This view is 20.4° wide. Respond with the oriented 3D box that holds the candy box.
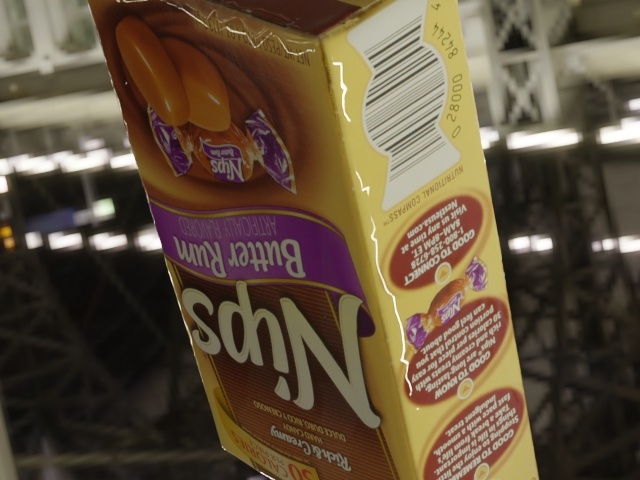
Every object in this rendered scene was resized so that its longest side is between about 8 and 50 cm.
[{"bbox_3d":[0.000,0.000,0.527,0.053,0.187,0.109,-35,-143,-28],"label":"candy box"}]
